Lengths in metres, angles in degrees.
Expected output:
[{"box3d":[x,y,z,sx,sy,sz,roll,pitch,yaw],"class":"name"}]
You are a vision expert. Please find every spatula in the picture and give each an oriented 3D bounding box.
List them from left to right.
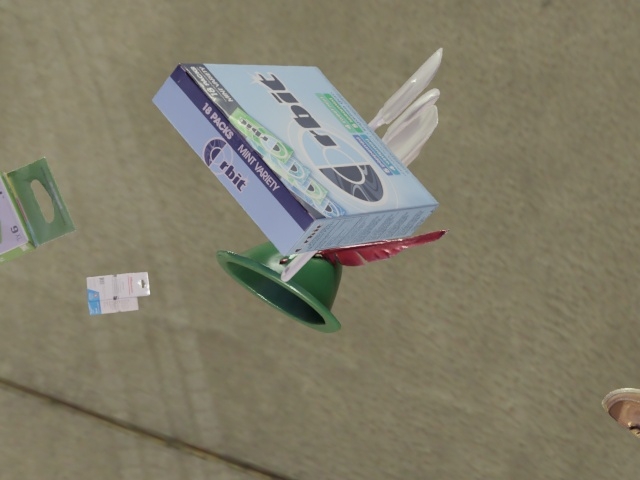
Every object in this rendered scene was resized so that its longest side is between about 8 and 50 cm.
[{"box3d":[0.036,-0.070,1.478,0.242,0.019,0.168,-44,24,28],"class":"spatula"}]

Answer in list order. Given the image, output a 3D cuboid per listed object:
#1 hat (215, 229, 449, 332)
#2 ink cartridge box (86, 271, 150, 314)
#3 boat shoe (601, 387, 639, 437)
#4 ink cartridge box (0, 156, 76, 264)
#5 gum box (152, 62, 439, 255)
[{"box3d":[0.000,0.000,1.912,0.183,0.208,0.173,-58,27,-13],"class":"hat"},{"box3d":[-0.275,0.072,2.072,0.083,0.028,0.048,-6,45,-7],"class":"ink cartridge box"},{"box3d":[0.387,0.212,1.763,0.050,0.135,0.045,-55,23,29],"class":"boat shoe"},{"box3d":[-0.426,-0.022,1.911,0.209,0.062,0.109,-24,82,-5],"class":"ink cartridge box"},{"box3d":[-0.014,-0.064,1.128,0.157,0.184,0.041,50,116,18],"class":"gum box"}]
